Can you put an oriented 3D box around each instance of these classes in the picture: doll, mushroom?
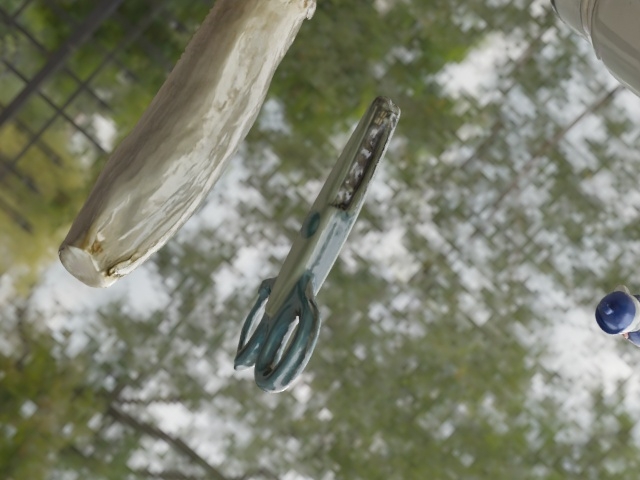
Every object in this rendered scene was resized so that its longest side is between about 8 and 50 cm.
[{"bbox_3d":[0.336,0.082,1.713,0.057,0.143,0.099,-46,-123,19],"label":"doll"},{"bbox_3d":[-0.120,-0.109,1.458,0.351,0.095,0.123,-59,169,-10],"label":"mushroom"}]

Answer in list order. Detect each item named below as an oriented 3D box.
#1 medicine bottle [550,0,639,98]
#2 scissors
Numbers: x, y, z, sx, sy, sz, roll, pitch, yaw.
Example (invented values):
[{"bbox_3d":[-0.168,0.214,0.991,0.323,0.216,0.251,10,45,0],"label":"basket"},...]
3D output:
[{"bbox_3d":[0.299,-0.162,1.257,0.143,0.143,0.258,-47,-136,5],"label":"medicine bottle"},{"bbox_3d":[0.000,0.000,1.471,0.289,0.041,0.138,-65,-156,1],"label":"scissors"}]
